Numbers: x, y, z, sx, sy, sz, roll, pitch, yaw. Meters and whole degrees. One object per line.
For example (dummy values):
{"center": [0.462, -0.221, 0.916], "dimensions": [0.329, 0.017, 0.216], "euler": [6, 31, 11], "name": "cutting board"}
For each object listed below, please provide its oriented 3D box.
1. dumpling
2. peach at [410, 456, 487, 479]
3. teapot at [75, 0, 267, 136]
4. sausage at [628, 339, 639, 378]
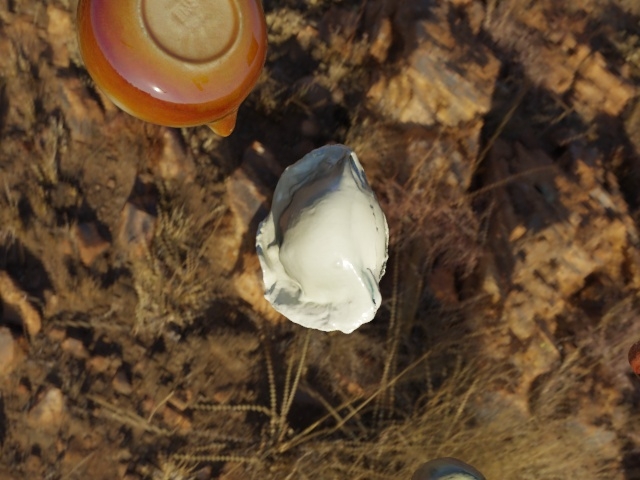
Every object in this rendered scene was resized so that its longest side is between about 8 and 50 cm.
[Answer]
{"center": [0.000, 0.000, 0.971], "dimensions": [0.108, 0.127, 0.188], "euler": [18, 64, -59], "name": "dumpling"}
{"center": [0.114, 0.235, 0.902], "dimensions": [0.083, 0.083, 0.083], "euler": [10, 59, -18], "name": "peach"}
{"center": [-0.157, -0.201, 0.932], "dimensions": [0.252, 0.135, 0.178], "euler": [49, 58, -10], "name": "teapot"}
{"center": [0.438, 0.160, 1.300], "dimensions": [0.094, 0.059, 0.054], "euler": [40, 48, -20], "name": "sausage"}
